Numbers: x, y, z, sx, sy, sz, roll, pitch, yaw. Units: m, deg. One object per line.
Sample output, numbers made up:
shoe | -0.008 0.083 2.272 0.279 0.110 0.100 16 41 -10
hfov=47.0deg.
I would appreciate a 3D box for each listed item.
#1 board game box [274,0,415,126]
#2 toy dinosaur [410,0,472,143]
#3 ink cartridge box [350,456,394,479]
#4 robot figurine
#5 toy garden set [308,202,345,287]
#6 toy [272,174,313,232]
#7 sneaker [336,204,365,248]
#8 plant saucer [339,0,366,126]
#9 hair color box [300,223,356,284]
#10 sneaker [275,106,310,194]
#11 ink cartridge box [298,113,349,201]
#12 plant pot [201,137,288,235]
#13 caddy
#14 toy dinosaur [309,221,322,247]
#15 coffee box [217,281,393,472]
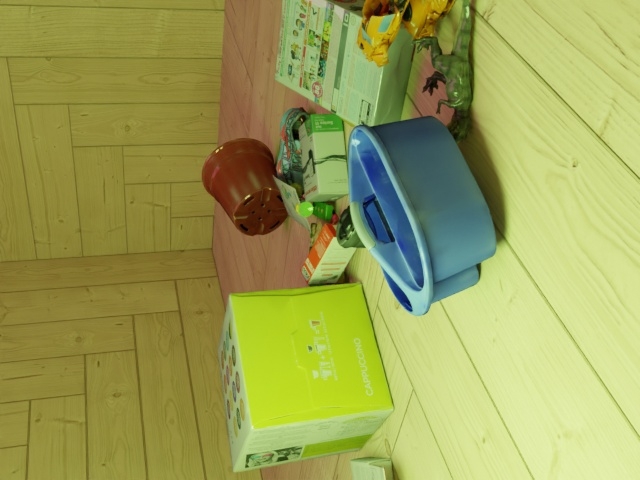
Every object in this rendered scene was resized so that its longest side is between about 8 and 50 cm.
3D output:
board game box | 0.044 -0.385 1.516 0.303 0.097 0.224 36 133 32
toy dinosaur | 0.212 -0.291 1.231 0.118 0.064 0.268 24 120 53
ink cartridge box | 0.149 0.648 1.659 0.261 0.066 0.296 138 126 -70
robot figurine | 0.160 -0.409 1.186 0.085 0.211 0.291 58 161 12
toy garden set | 0.027 0.025 1.982 0.204 0.049 0.244 -150 62 -66
toy | -0.065 -0.115 2.098 0.237 0.056 0.137 -134 22 -68
sneaker | 0.133 -0.086 1.515 0.267 0.106 0.101 -56 31 33
plant saucer | 0.058 -0.482 1.703 0.333 0.081 0.333 123 141 -65
hair color box | 0.026 0.034 1.823 0.053 0.093 0.167 58 135 36
sneaker | -0.068 -0.259 2.153 0.125 0.104 0.262 -164 69 -69
ink cartridge box | 0.007 -0.212 1.924 0.153 0.087 0.208 156 108 -74
plant pot | -0.245 -0.170 2.546 0.265 0.272 0.272 -121 31 -44
caddy | 0.142 -0.044 1.226 0.241 0.179 0.341 95 156 -62
toy dinosaur | 0.000 0.000 1.909 0.183 0.053 0.093 -154 67 -67
coffee box | -0.056 0.335 1.812 0.334 0.338 0.338 112 150 -55
